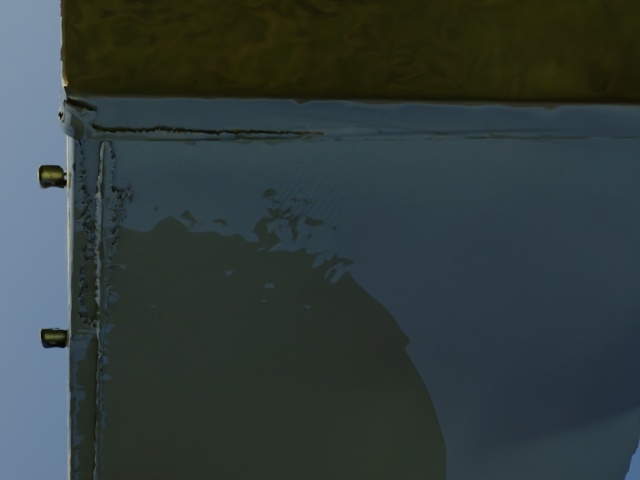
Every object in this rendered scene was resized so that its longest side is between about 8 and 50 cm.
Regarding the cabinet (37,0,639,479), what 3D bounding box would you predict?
[{"bbox_3d":[0.000,0.000,0.480,0.150,0.206,0.145,0,-138,-9],"label":"cabinet"}]
